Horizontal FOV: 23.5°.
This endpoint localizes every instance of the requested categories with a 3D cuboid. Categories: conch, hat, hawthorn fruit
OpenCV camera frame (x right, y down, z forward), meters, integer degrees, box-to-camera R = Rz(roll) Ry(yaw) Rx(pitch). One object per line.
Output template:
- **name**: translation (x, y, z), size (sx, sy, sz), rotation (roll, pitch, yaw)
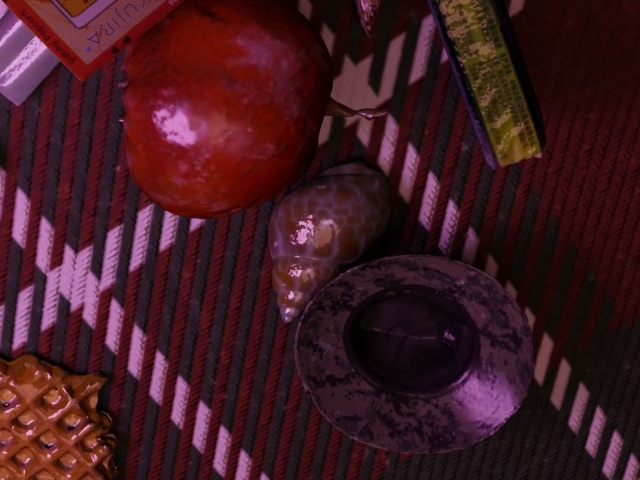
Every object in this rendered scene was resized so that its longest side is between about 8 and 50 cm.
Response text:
- **conch**: translation (0.006, -0.011, 1.669), size (0.173, 0.106, 0.116), rotation (-26, 134, -8)
- **hat**: translation (0.098, 0.104, 1.711), size (0.265, 0.128, 0.266), rotation (-2, 113, -4)
- **hawthorn fruit**: translation (-0.067, -0.140, 1.539), size (0.271, 0.242, 0.242), rotation (-2, 115, -7)

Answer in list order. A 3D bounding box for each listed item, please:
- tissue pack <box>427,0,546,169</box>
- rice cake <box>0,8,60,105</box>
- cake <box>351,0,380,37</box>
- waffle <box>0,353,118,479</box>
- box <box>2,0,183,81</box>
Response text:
- **tissue pack**: translation (0.157, -0.209, 1.549), size (0.073, 0.173, 0.236), rotation (-18, 116, 11)
- **rice cake**: translation (-0.267, -0.238, 1.572), size (0.080, 0.042, 0.222), rotation (39, 106, -25)
- **cake**: translation (0.030, -0.340, 1.514), size (0.135, 0.112, 0.246), rotation (18, 115, -9)
- **waffle**: translation (-0.359, 0.242, 1.782), size (0.254, 0.052, 0.245), rotation (7, 113, -7)
- **box**: translation (-0.200, -0.344, 1.374), size (0.283, 0.214, 0.259), rotation (-39, 128, 5)
